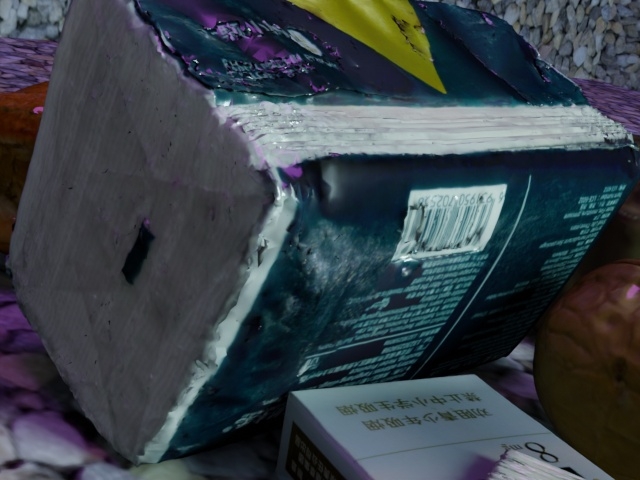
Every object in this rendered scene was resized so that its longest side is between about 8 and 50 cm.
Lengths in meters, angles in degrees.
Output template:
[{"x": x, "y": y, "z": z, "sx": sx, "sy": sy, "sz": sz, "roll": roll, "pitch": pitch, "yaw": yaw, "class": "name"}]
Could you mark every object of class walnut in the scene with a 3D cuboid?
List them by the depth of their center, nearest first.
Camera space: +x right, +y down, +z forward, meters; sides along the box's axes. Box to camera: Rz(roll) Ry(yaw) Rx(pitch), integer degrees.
[{"x": 0.242, "y": 0.095, "z": 0.700, "sx": 0.167, "sy": 0.167, "sz": 0.207, "roll": 0, "pitch": 18, "yaw": -27, "class": "walnut"}]

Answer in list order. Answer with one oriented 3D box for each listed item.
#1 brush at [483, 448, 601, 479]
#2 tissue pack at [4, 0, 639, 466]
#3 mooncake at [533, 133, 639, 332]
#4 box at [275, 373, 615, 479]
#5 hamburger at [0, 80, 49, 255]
[{"x": 0.200, "y": 0.169, "z": 0.469, "sx": 0.272, "sy": 0.013, "sz": 0.103, "roll": 19, "pitch": 21, "yaw": 24, "class": "brush"}, {"x": 0.016, "y": -0.030, "z": 0.750, "sx": 0.417, "sy": 0.264, "sz": 0.253, "roll": -7, "pitch": 45, "yaw": -43, "class": "tissue pack"}, {"x": 0.350, "y": 0.015, "z": 0.969, "sx": 0.324, "sy": 0.187, "sz": 0.324, "roll": 10, "pitch": 19, "yaw": -3, "class": "mooncake"}, {"x": 0.094, "y": 0.163, "z": 0.568, "sx": 0.155, "sy": 0.067, "sz": 0.243, "roll": -2, "pitch": 20, "yaw": -27, "class": "box"}, {"x": -0.204, "y": -0.068, "z": 0.964, "sx": 0.290, "sy": 0.170, "sz": 0.314, "roll": 14, "pitch": 17, "yaw": 4, "class": "hamburger"}]
